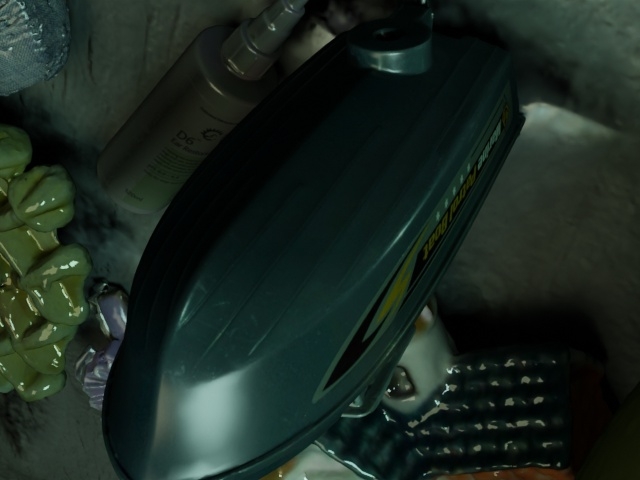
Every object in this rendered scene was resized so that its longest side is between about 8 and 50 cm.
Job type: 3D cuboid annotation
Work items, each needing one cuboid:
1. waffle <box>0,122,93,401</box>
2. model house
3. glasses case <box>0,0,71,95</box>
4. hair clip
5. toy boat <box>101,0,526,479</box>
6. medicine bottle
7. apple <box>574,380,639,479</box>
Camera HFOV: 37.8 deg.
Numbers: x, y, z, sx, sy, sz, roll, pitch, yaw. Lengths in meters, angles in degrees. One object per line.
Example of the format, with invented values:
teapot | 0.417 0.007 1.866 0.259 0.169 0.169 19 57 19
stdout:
waffle | -0.301 -0.015 0.723 0.309 0.056 0.292 33 131 14
model house | 0.062 0.150 0.568 0.271 0.190 0.301 -10 117 37
glasses case | -0.237 -0.216 0.544 0.109 0.067 0.282 -4 123 30
hair clip | -0.108 0.161 0.762 0.106 0.084 0.292 -23 107 21
toy boat | 0.001 0.002 0.417 0.114 0.296 0.122 12 132 23
medicine bottle | -0.066 -0.084 0.553 0.057 0.057 0.199 46 133 -8
apple | 0.266 0.143 0.371 0.320 0.311 0.360 49 140 5
